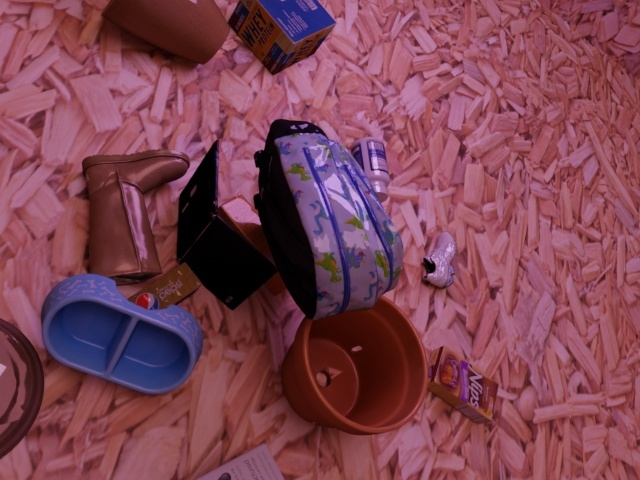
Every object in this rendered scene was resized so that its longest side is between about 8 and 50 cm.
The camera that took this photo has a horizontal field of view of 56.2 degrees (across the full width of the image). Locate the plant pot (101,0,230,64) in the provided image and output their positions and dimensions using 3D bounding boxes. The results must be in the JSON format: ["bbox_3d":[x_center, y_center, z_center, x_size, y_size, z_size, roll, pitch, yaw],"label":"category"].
[{"bbox_3d":[-0.352,-0.557,1.453,0.254,0.237,0.237,35,51,-28],"label":"plant pot"}]

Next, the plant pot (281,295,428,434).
[{"bbox_3d":[0.050,0.270,1.251,0.290,0.203,0.291,14,58,-24],"label":"plant pot"}]

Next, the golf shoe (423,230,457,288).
[{"bbox_3d":[0.323,0.043,1.635,0.086,0.069,0.176,18,56,-16],"label":"golf shoe"}]

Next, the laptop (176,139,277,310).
[{"bbox_3d":[-0.199,-0.024,1.236,0.136,0.234,0.265,11,59,-28],"label":"laptop"}]

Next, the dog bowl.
[{"bbox_3d":[-0.353,0.176,1.074,0.297,0.074,0.166,26,99,-19],"label":"dog bowl"}]

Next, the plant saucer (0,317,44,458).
[{"bbox_3d":[-0.598,0.239,0.972,0.277,0.041,0.278,15,57,-25],"label":"plant saucer"}]

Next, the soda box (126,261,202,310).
[{"bbox_3d":[-0.327,0.119,1.192,0.061,0.058,0.181,52,50,2],"label":"soda box"}]

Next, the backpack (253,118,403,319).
[{"bbox_3d":[0.005,-0.020,1.145,0.273,0.290,0.356,3,39,-8],"label":"backpack"}]

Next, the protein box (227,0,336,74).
[{"bbox_3d":[-0.106,-0.609,1.672,0.200,0.136,0.201,49,50,0],"label":"protein box"}]

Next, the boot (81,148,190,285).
[{"bbox_3d":[-0.367,-0.049,1.243,0.236,0.089,0.270,-9,69,-20],"label":"boot"}]

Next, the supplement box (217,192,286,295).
[{"bbox_3d":[-0.142,0.009,1.355,0.233,0.078,0.080,48,50,-2],"label":"supplement box"}]

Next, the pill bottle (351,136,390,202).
[{"bbox_3d":[0.137,-0.187,1.623,0.094,0.094,0.170,9,61,-28],"label":"pill bottle"}]

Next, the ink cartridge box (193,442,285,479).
[{"bbox_3d":[-0.186,0.520,1.003,0.307,0.129,0.223,-18,67,-37],"label":"ink cartridge box"}]

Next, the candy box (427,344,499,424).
[{"bbox_3d":[0.351,0.359,1.489,0.186,0.053,0.109,36,51,-12],"label":"candy box"}]
